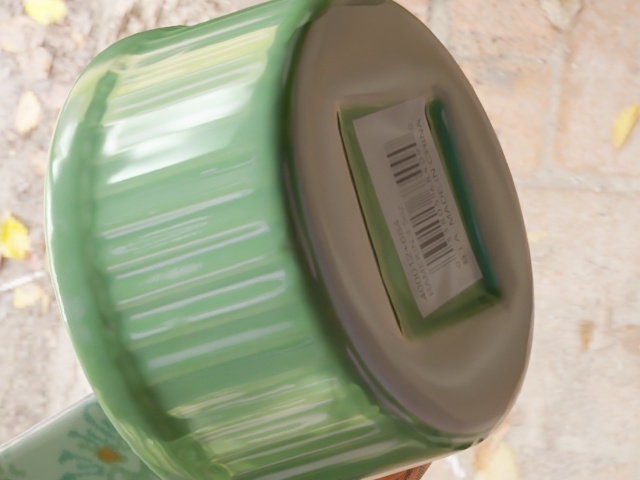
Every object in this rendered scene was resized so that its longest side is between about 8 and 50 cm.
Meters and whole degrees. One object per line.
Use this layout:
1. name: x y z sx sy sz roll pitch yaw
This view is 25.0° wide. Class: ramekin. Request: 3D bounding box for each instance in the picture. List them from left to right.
1. ramekin: 0.000 0.000 0.836 0.148 0.303 0.303 -18 79 31

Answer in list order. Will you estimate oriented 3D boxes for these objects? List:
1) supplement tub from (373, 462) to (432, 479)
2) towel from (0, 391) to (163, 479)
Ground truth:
1. supplement tub: -0.049 0.105 1.267 0.316 0.194 0.193 24 97 40
2. towel: -0.134 0.276 0.960 0.320 0.374 0.090 51 143 12
